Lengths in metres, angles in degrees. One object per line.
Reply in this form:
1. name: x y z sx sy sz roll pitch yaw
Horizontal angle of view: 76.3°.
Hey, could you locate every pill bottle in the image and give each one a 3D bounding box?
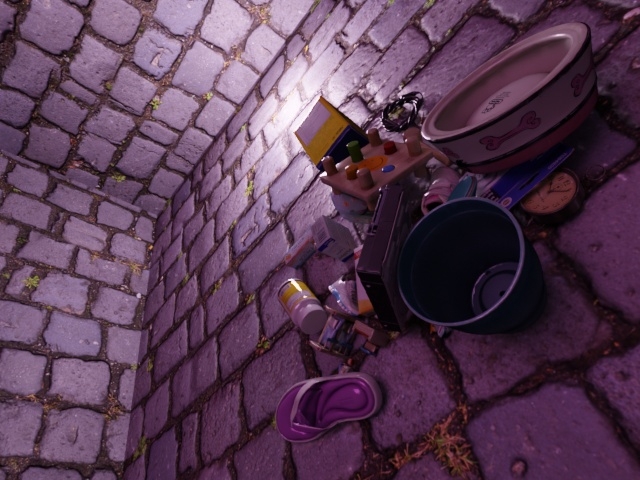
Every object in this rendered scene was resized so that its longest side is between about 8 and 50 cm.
1. pill bottle: -0.065 0.232 1.441 0.119 0.119 0.208 -58 35 8

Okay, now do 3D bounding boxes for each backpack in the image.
1. backpack: 0.125 -0.148 1.383 0.144 0.188 0.166 -56 34 39

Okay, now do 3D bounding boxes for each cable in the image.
1. cable: 0.294 -0.464 1.503 0.184 0.047 0.151 -1 72 49

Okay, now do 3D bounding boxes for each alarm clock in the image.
1. alarm clock: 0.545 -0.110 0.925 0.192 0.064 0.129 -35 40 33

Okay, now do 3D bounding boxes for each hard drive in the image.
1. hard drive: 0.181 0.057 1.008 0.064 0.339 0.237 6 59 25

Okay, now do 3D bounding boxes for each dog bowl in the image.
1. dog bowl: 0.462 -0.328 0.998 0.408 0.150 0.408 -36 22 17

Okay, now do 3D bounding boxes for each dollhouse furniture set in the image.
1. dollhouse furniture set: 0.080 0.293 1.205 0.183 0.128 0.129 17 82 55
2. dollhouse furniture set: 0.000 0.000 1.539 0.091 0.081 0.115 -17 55 46

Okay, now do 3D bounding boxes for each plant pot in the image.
1. plant pot: 0.351 0.084 0.880 0.271 0.255 0.272 -29 47 36

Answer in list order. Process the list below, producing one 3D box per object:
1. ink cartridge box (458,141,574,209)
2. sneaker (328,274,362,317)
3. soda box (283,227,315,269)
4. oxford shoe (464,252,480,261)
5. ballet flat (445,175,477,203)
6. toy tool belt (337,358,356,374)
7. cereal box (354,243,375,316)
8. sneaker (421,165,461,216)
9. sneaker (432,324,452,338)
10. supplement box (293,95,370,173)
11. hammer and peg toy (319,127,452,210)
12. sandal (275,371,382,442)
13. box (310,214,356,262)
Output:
1. ink cartridge box: 0.471 -0.184 1.017 0.223 0.045 0.224 -47 18 18
2. sneaker: 0.093 0.175 1.322 0.083 0.071 0.191 -51 37 8
3. soda box: -0.065 0.031 1.619 0.183 0.063 0.058 -45 38 23
4. oxford shoe: 0.345 0.062 1.069 0.212 0.076 0.076 -33 36 37
5. ballet flat: 0.339 -0.044 1.037 0.247 0.087 0.083 -59 15 16
6. toy tool belt: 0.070 0.393 1.224 0.051 0.052 0.083 0 68 43
7. cereal box: 0.187 0.098 1.265 0.173 0.047 0.240 -32 46 35
8. sneaker: 0.344 -0.116 1.146 0.103 0.111 0.253 -27 49 41
9. sneaker: 0.321 0.193 1.040 0.098 0.038 0.069 -52 37 14
10. supplement box: 0.063 -0.389 1.613 0.194 0.195 0.357 -49 38 18
11. hammer and peg toy: 0.202 -0.247 1.212 0.361 0.127 0.266 -35 35 -15
12. sandal: -0.011 0.481 1.179 0.416 0.102 0.169 -37 69 31
13. box: 0.046 -0.006 1.435 0.072 0.137 0.126 -45 39 26
